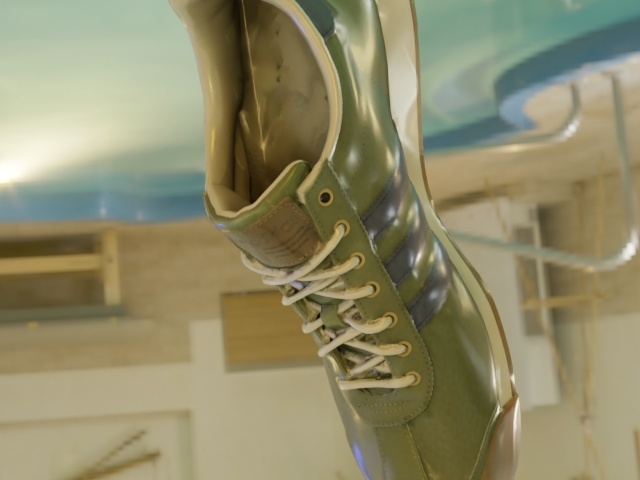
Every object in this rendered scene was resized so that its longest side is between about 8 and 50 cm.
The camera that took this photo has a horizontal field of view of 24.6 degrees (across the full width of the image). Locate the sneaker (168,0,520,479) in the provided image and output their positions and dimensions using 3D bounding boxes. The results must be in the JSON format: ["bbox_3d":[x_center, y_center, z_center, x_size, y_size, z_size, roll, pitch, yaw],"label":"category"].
[{"bbox_3d":[0.000,0.000,0.443,0.064,0.192,0.086,-15,177,37],"label":"sneaker"}]
